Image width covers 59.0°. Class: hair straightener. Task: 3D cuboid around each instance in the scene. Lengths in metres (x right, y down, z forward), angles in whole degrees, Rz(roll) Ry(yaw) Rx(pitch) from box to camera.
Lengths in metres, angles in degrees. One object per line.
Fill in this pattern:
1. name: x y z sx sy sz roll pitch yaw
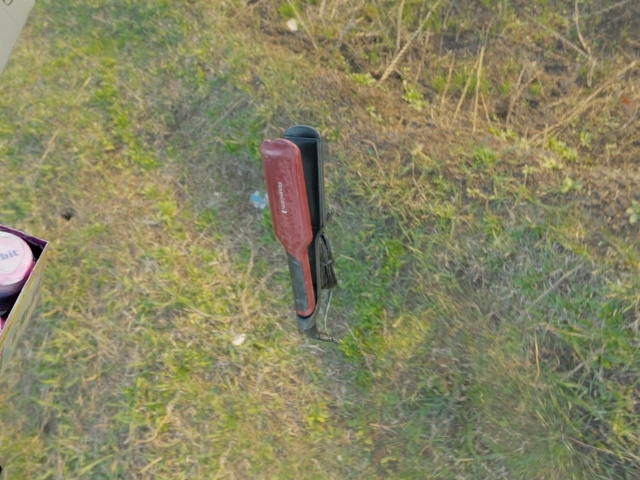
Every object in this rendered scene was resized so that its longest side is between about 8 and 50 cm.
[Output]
1. hair straightener: 0.000 0.000 0.543 0.047 0.231 0.089 4 30 30

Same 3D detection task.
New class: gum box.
1. gum box: -0.301 0.091 0.477 0.107 0.062 0.189 -53 24 44

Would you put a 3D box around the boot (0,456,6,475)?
1. boot: -0.184 0.021 0.012 0.280 0.264 0.096 24 85 -8

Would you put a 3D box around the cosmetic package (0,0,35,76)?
1. cosmetic package: -0.713 -0.320 0.832 0.327 0.329 0.394 21 83 -2
